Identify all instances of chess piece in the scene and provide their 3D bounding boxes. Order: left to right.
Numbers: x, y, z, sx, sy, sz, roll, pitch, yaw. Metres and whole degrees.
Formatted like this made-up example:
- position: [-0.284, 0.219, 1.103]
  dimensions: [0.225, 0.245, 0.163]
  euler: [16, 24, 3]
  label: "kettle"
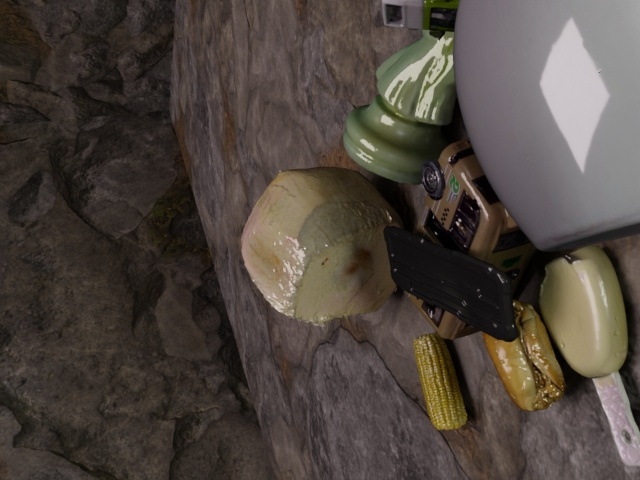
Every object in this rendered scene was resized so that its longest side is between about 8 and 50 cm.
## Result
- position: [0.152, -0.245, 1.060]
  dimensions: [0.176, 0.175, 0.298]
  euler: [60, 139, 44]
  label: "chess piece"

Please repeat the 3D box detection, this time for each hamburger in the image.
- position: [0.264, 0.150, 0.943]
  dimensions: [0.138, 0.083, 0.147]
  euler: [53, -164, -71]
  label: "hamburger"

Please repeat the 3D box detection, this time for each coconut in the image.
- position: [0.000, 0.000, 1.354]
  dimensions: [0.254, 0.297, 0.297]
  euler: [41, 138, 43]
  label: "coconut"

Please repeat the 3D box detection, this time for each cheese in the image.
- position: [0.329, 0.140, 0.858]
  dimensions: [0.127, 0.050, 0.256]
  euler: [137, 122, -66]
  label: "cheese"

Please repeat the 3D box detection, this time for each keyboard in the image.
- position: [0.164, 0.051, 0.948]
  dimensions: [0.262, 0.016, 0.106]
  euler: [27, 133, 59]
  label: "keyboard"

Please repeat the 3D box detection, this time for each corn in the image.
- position: [0.202, 0.239, 1.228]
  dimensions: [0.085, 0.063, 0.165]
  euler: [62, -165, -78]
  label: "corn"

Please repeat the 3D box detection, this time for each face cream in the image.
- position: [0.252, -0.182, 0.681]
  dimensions: [0.312, 0.219, 0.357]
  euler: [149, 111, -69]
  label: "face cream"

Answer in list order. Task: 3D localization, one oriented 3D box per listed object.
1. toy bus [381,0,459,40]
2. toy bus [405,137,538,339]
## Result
- position: [0.150, -0.414, 0.893]
  dimensions: [0.113, 0.139, 0.302]
  euler: [34, -122, -82]
  label: "toy bus"
- position: [0.213, -0.001, 0.985]
  dimensions: [0.157, 0.139, 0.290]
  euler: [58, 152, 35]
  label: "toy bus"
